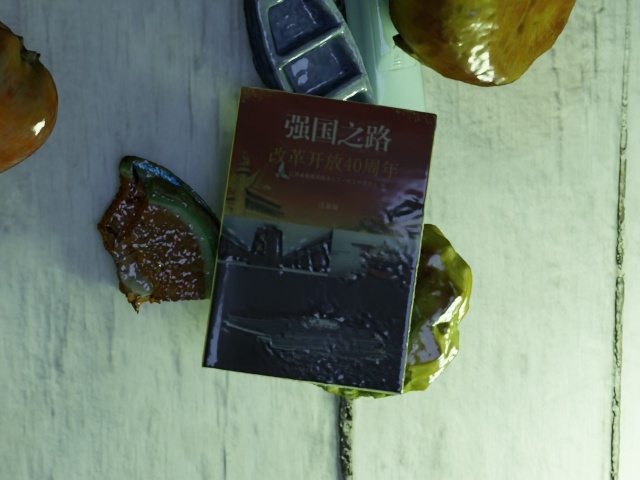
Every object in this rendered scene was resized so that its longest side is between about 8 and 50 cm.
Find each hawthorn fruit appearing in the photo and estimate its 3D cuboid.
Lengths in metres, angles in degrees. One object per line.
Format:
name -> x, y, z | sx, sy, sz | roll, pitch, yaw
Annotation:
hawthorn fruit -> -0.433, -0.148, 1.465 | 0.251, 0.199, 0.199 | -41, 114, 1

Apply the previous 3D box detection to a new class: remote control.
remote control -> 0.099, -0.247, 1.750 | 0.103, 0.051, 0.293 | -14, 107, -22

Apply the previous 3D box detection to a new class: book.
book -> 0.000, 0.000, 1.628 | 0.263, 0.028, 0.373 | 8, 87, 0

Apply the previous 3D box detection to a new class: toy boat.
toy boat -> -0.022, -0.255, 1.679 | 0.127, 0.078, 0.283 | -32, 111, -15

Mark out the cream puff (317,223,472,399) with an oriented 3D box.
cream puff -> 0.073, 0.092, 1.732 | 0.282, 0.185, 0.281 | 0, 86, 2

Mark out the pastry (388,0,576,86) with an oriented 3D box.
pastry -> 0.230, -0.363, 1.671 | 0.356, 0.164, 0.356 | -34, 138, -36

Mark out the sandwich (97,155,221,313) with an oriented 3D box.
sandwich -> -0.201, -0.004, 1.645 | 0.159, 0.079, 0.235 | -24, 110, -18
